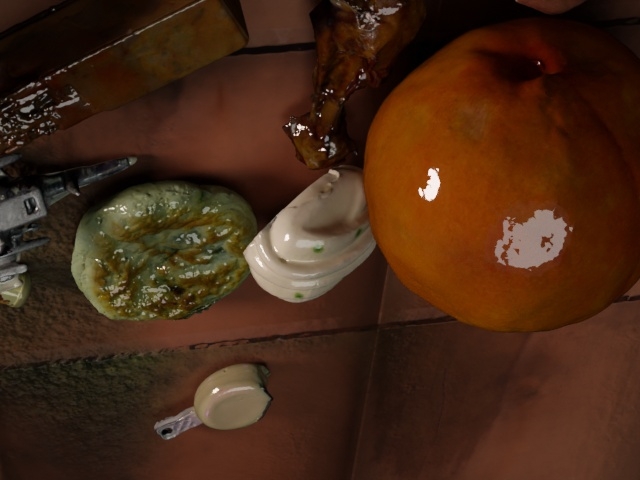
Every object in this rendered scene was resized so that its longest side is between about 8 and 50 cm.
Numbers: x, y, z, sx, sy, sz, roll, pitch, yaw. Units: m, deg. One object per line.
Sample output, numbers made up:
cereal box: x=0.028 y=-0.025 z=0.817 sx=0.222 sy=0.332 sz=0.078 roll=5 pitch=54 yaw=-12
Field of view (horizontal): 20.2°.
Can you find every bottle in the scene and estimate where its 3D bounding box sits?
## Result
bottle: x=-0.389 y=0.048 z=2.080 sx=0.101 sy=0.047 sz=0.063 roll=14 pitch=142 yaw=-30

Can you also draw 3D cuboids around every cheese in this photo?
cheese: x=-0.134 y=0.219 z=2.359 sx=0.171 sy=0.048 sz=0.092 roll=-40 pitch=132 yaw=25

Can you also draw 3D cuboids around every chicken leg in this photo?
chicken leg: x=0.024 y=-0.186 z=1.931 sx=0.113 sy=0.093 sz=0.304 roll=16 pitch=141 yaw=-9

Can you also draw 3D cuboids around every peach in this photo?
peach: x=0.214 y=-0.076 z=1.918 sx=0.342 sy=0.343 sz=0.302 roll=-4 pitch=143 yaw=-13

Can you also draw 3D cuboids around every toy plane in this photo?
toy plane: x=-0.324 y=-0.044 z=1.969 sx=0.262 sy=0.088 sz=0.192 roll=-17 pitch=113 yaw=-4

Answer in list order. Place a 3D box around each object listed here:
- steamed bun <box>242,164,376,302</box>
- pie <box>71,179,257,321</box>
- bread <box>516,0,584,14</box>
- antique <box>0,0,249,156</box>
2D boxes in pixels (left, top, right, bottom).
steamed bun: x=0.000 y=0.000 z=2.058 sx=0.183 sy=0.106 sz=0.183 roll=-42 pitch=176 yaw=-4
pie: x=-0.182 y=0.014 z=2.104 sx=0.240 sy=0.054 sz=0.240 roll=-10 pitch=142 yaw=-8
bread: x=0.243 y=-0.301 z=1.874 sx=0.192 sy=0.067 sz=0.119 roll=18 pitch=122 yaw=-35
antique: x=-0.232 y=-0.188 z=1.827 sx=0.310 sy=0.093 sz=0.087 roll=-24 pitch=139 yaw=10
